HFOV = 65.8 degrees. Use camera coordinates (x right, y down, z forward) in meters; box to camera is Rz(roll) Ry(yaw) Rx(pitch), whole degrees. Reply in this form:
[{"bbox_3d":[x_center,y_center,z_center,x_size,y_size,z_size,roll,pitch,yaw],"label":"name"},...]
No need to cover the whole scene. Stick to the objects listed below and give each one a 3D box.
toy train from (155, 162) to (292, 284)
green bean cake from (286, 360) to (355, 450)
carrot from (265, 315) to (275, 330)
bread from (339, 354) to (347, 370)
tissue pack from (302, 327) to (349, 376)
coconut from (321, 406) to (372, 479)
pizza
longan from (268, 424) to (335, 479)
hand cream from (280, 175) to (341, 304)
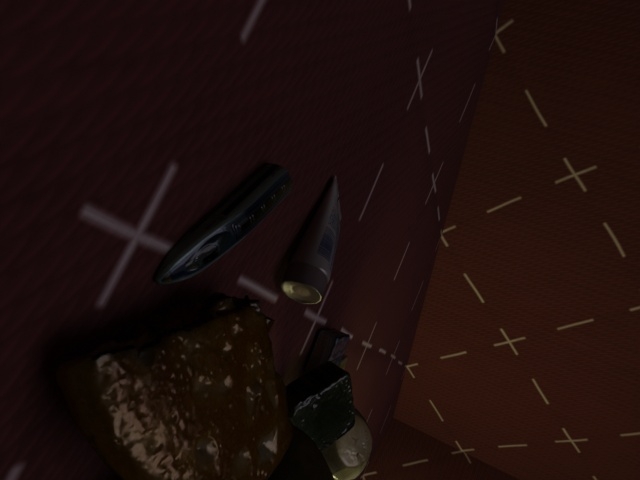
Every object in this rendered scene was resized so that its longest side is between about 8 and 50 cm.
[{"bbox_3d":[-0.124,-0.019,0.674,0.252,0.048,0.055,-51,150,-39],"label":"toy train"},{"bbox_3d":[-0.011,0.402,1.168,0.183,0.094,0.185,-25,118,-31],"label":"green bean cake"},{"bbox_3d":[-0.147,0.216,0.824,0.210,0.061,0.061,-65,159,-3],"label":"carrot"},{"bbox_3d":[0.043,0.392,1.492,0.153,0.028,0.068,-1,108,-70],"label":"bread"},{"bbox_3d":[0.012,0.310,1.287,0.155,0.065,0.115,-71,160,-1],"label":"tissue pack"},{"bbox_3d":[0.019,0.538,1.328,0.202,0.222,0.202,15,65,-36],"label":"coconut"},{"bbox_3d":[-0.150,0.195,0.635,0.409,0.113,0.278,45,40,-54],"label":"pizza"},{"bbox_3d":[-0.094,0.522,0.928,0.288,0.288,0.350,34,48,-69],"label":"longan"},{"bbox_3d":[0.000,0.000,0.977,0.133,0.083,0.248,84,22,-51],"label":"hand cream"}]
